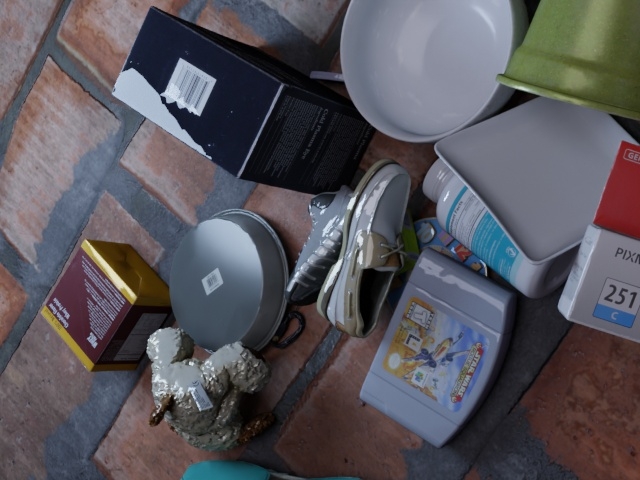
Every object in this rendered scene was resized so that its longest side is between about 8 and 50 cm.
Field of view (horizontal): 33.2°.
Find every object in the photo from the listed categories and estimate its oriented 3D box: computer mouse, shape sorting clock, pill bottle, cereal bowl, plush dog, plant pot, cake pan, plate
[{"bbox_3d":[-0.038,0.094,1.982,0.071,0.041,0.242,31,103,31],"label":"computer mouse"},{"bbox_3d":[0.192,0.063,1.832,0.206,0.040,0.206,-4,83,33],"label":"shape sorting clock"},{"bbox_3d":[0.287,-0.037,1.716,0.264,0.146,0.146,42,108,29],"label":"pill bottle"},{"bbox_3d":[0.204,-0.324,1.793,0.339,0.141,0.339,-3,85,37],"label":"cereal bowl"},{"bbox_3d":[-0.217,0.309,1.984,0.262,0.225,0.211,8,51,28],"label":"plush dog"},{"bbox_3d":[0.418,-0.320,1.545,0.276,0.276,0.254,22,106,33],"label":"plant pot"},{"bbox_3d":[-0.185,0.083,2.055,0.293,0.054,0.293,-4,83,40],"label":"cake pan"},{"bbox_3d":[0.357,-0.100,1.639,0.277,0.045,0.278,-25,55,-15],"label":"plate"}]

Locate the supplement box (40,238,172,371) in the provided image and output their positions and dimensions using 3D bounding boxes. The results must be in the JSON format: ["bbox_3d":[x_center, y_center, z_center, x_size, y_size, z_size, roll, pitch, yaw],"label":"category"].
[{"bbox_3d":[-0.429,0.133,2.183,0.191,0.129,0.194,43,108,29],"label":"supplement box"}]

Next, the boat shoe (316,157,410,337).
[{"bbox_3d":[0.093,0.018,1.775,0.103,0.113,0.302,36,117,42],"label":"boat shoe"}]

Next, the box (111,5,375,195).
[{"bbox_3d":[-0.129,-0.238,1.910,0.343,0.312,0.179,34,105,32],"label":"box"}]

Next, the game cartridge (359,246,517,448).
[{"bbox_3d":[0.201,0.185,1.783,0.198,0.062,0.297,31,109,29],"label":"game cartridge"}]

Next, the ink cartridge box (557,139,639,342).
[{"bbox_3d":[0.518,0.028,1.507,0.296,0.066,0.261,17,99,-3],"label":"ink cartridge box"}]

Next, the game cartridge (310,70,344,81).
[{"bbox_3d":[0.025,-0.298,1.967,0.083,0.056,0.017,11,98,33],"label":"game cartridge"}]

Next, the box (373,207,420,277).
[{"bbox_3d":[0.090,0.022,1.879,0.178,0.042,0.109,-28,61,38],"label":"box"}]

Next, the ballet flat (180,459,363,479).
[{"bbox_3d":[-0.081,0.490,1.926,0.409,0.147,0.147,-1,85,33],"label":"ballet flat"}]

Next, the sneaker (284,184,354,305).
[{"bbox_3d":[0.000,0.000,1.896,0.229,0.086,0.132,-51,43,11],"label":"sneaker"}]
